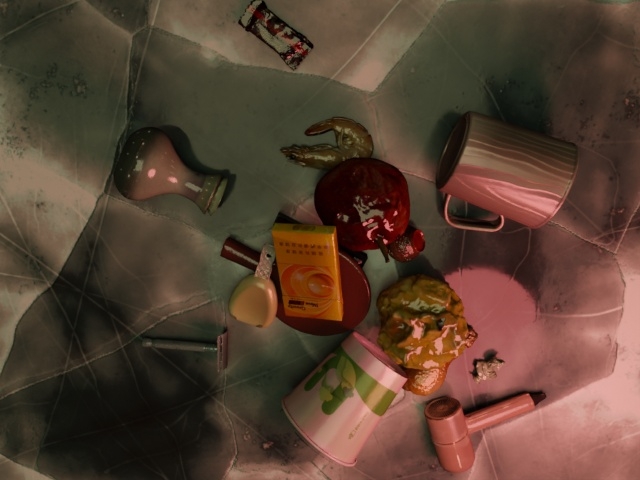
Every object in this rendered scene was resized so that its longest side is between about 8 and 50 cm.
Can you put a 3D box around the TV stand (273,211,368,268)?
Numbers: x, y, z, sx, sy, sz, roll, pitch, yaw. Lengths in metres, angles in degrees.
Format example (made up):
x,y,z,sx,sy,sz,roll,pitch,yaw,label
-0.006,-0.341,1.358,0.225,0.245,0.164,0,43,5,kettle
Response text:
x,y,z,sx,sy,sz,roll,pitch,yaw,label
0.000,0.000,1.454,0.257,0.049,0.040,27,103,-7,TV stand

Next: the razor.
x,y,z,sx,sy,sz,roll,pitch,yaw,label
-0.366,0.287,1.516,0.232,0.068,0.105,3,102,4,razor

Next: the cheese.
x,y,z,sx,sy,sz,roll,pitch,yaw,label
-0.155,0.110,1.423,0.127,0.054,0.251,19,123,1,cheese

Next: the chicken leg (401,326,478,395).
x,y,z,sx,sy,sz,roll,pitch,yaw,label
0.322,0.324,1.517,0.251,0.087,0.107,-43,111,2,chicken leg

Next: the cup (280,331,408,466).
x,y,z,sx,sy,sz,roll,pitch,yaw,label
0.075,0.399,1.460,0.253,0.253,0.274,40,93,-9,cup

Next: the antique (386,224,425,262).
x,y,z,sx,sy,sz,roll,pitch,yaw,label
0.211,0.007,1.434,0.104,0.104,0.103,0,103,0,antique

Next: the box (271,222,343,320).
x,y,z,sx,sy,sz,roll,pitch,yaw,label
-0.027,0.080,1.368,0.153,0.043,0.269,5,127,14,box

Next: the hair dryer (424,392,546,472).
x,y,z,sx,sy,sz,roll,pitch,yaw,label
0.473,0.503,1.558,0.345,0.107,0.189,-19,103,-2,hair dryer

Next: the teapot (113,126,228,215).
x,y,z,sx,sy,sz,roll,pitch,yaw,label
-0.360,-0.155,1.363,0.251,0.183,0.183,24,102,-18,teapot

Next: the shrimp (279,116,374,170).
x,y,z,sx,sy,sz,roll,pitch,yaw,label
0.016,-0.239,1.396,0.236,0.053,0.132,-1,105,-4,shrimp

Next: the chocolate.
x,y,z,sx,sy,sz,roll,pitch,yaw,label
-0.108,-0.497,1.348,0.182,0.028,0.086,40,102,-11,chocolate

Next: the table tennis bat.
x,y,z,sx,sy,sz,roll,pitch,yaw,label
-0.066,0.104,1.460,0.415,0.051,0.268,25,115,-2,table tennis bat

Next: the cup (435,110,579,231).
x,y,z,sx,sy,sz,roll,pitch,yaw,label
0.430,-0.158,1.366,0.273,0.288,0.208,19,66,-4,cup

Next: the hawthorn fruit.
x,y,z,sx,sy,sz,roll,pitch,yaw,label
0.118,-0.061,1.348,0.230,0.210,0.265,-19,68,-10,hawthorn fruit

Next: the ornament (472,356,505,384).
x,y,z,sx,sy,sz,roll,pitch,yaw,label
0.461,0.357,1.547,0.069,0.041,0.092,17,112,1,ornament

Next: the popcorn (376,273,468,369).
x,y,z,sx,sy,sz,roll,pitch,yaw,label
0.257,0.209,1.418,0.250,0.225,0.249,-3,108,-9,popcorn
